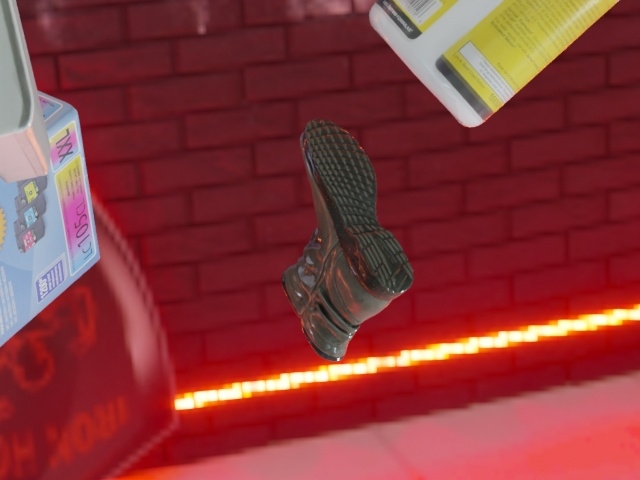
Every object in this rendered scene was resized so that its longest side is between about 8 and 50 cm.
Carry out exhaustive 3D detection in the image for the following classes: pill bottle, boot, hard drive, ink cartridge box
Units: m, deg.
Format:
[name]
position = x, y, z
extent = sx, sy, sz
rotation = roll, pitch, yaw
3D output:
[pill bottle]
position = 0.128, -0.165, 1.089
extent = 0.184, 0.103, 0.103
rotation = -42, -159, 7
[boot]
position = 0.000, 0.000, 1.947
extent = 0.083, 0.161, 0.246
rotation = 2, -124, -39
[hard drive]
position = -0.191, -0.141, 0.954
extent = 0.040, 0.203, 0.307
rotation = -13, 180, -8
[ink cartridge box]
position = -0.472, 0.012, 2.229
extent = 0.151, 0.270, 0.395
rotation = 22, -134, 28
